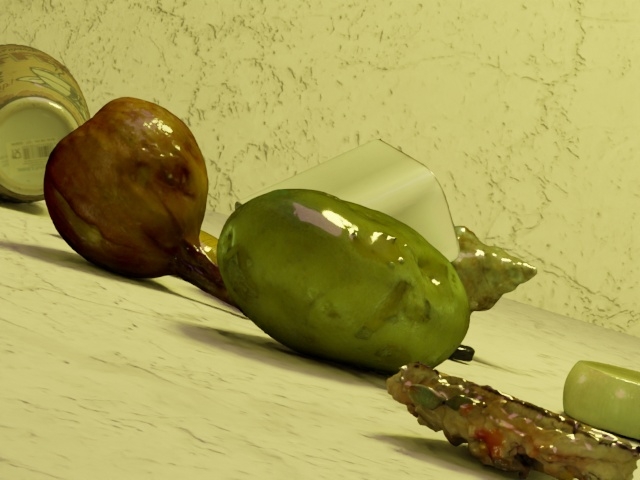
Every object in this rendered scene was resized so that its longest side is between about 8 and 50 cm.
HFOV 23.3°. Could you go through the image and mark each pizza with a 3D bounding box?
[{"bbox_3d":[0.151,0.141,1.073,0.185,0.052,0.195,23,-6,-31],"label":"pizza"}]

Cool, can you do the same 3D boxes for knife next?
[{"bbox_3d":[0.119,0.117,1.786,0.121,0.018,0.031,16,9,22],"label":"knife"}]

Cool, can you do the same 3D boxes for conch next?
[{"bbox_3d":[0.090,0.016,1.931,0.386,0.169,0.203,16,29,27],"label":"conch"}]

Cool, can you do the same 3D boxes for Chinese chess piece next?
[{"bbox_3d":[0.311,0.163,1.533,0.144,0.058,0.144,14,3,-1],"label":"Chinese chess piece"}]

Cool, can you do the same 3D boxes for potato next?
[{"bbox_3d":[0.023,0.044,1.419,0.253,0.148,0.186,24,16,-18],"label":"potato"}]

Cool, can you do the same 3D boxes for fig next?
[{"bbox_3d":[-0.181,-0.031,1.647,0.190,0.190,0.290,14,20,-37],"label":"fig"}]

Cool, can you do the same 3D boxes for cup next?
[{"bbox_3d":[-0.469,-0.151,2.218,0.301,0.227,0.257,-15,15,-13],"label":"cup"}]

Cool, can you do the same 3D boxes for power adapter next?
[{"bbox_3d":[0.000,0.000,1.723,0.255,0.124,0.187,-24,25,-15],"label":"power adapter"}]

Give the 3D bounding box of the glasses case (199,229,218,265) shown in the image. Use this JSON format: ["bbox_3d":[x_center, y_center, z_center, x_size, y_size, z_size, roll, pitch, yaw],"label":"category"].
[{"bbox_3d":[-0.212,-0.004,1.893,0.234,0.064,0.079,18,10,28],"label":"glasses case"}]
